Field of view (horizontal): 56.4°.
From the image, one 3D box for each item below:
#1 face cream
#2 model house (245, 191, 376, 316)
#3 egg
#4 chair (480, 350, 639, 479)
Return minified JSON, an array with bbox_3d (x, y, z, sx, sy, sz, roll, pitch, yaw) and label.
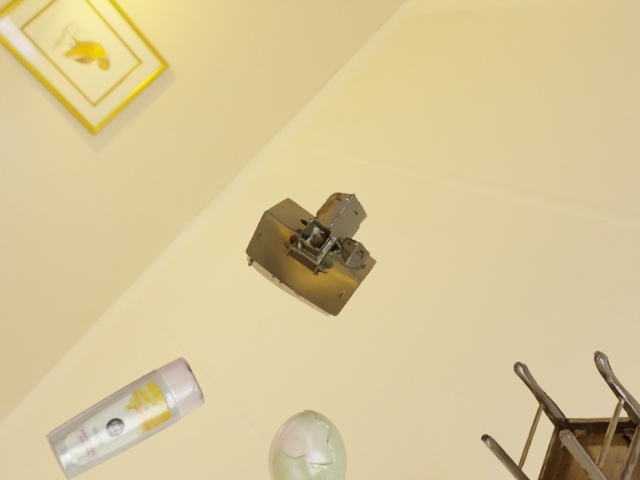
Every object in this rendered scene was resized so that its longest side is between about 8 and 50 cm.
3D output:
[{"bbox_3d":[-0.345,0.316,1.079,0.269,0.107,0.073,-25,-172,-33],"label":"face cream"},{"bbox_3d":[0.000,0.000,1.069,0.204,0.211,0.243,-54,175,-13],"label":"model house"},{"bbox_3d":[-0.029,0.489,1.355,0.183,0.183,0.217,8,-82,48],"label":"egg"},{"bbox_3d":[0.384,0.332,0.825,0.160,0.319,0.186,-24,-162,49],"label":"chair"}]
